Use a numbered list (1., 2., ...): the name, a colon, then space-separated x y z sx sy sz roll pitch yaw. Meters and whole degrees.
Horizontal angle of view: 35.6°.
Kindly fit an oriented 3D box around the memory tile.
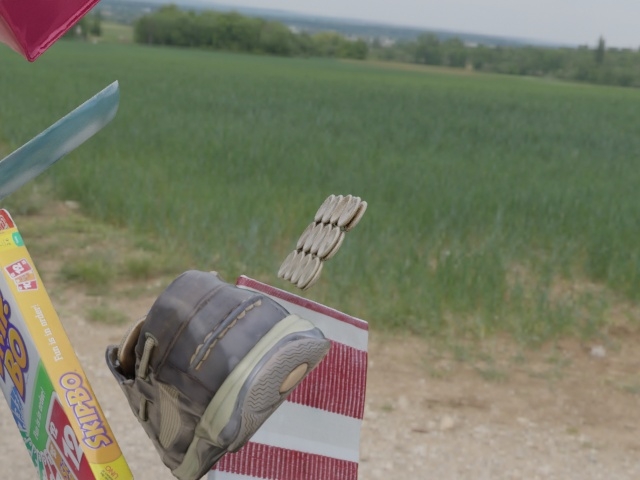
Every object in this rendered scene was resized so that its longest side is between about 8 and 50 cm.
1. memory tile: 0.000 0.000 1.051 0.012 0.113 0.148 34 -4 -12

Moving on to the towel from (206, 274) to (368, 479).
1. towel: -0.038 0.225 1.078 0.037 0.328 0.237 -6 -20 37

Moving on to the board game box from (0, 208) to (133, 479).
1. board game box: -0.238 0.109 0.837 0.039 0.259 0.124 -14 -24 -35

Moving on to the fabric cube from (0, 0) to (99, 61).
1. fabric cube: -0.322 -0.386 0.993 0.258 0.254 0.259 34 -19 30

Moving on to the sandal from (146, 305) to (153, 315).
1. sandal: -0.160 0.156 1.668 0.318 0.126 0.138 13 -26 24

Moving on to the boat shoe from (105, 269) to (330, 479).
1. boat shoe: -0.096 0.101 0.813 0.132 0.130 0.355 -45 -3 -27

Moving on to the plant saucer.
1. plant saucer: -0.393 -0.110 1.349 0.318 0.043 0.317 -34 14 9
